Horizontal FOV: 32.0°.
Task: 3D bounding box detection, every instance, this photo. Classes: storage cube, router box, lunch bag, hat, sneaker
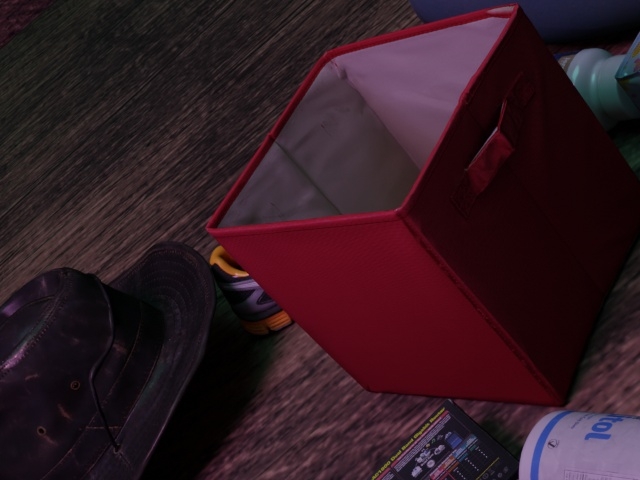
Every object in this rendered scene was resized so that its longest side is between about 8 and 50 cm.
[{"bbox_3d":[0.078,-0.018,0.771,0.215,0.193,0.183,-5,46,49],"label":"storage cube"},{"bbox_3d":[0.068,0.168,0.691,0.122,0.038,0.092,-44,29,-4],"label":"router box"},{"bbox_3d":[0.264,-0.127,0.815,0.053,0.071,0.083,-2,47,51],"label":"lunch bag"},{"bbox_3d":[-0.236,0.125,0.961,0.331,0.134,0.331,-37,36,34],"label":"hat"},{"bbox_3d":[0.000,0.000,0.956,0.215,0.083,0.084,-34,29,13],"label":"sneaker"}]

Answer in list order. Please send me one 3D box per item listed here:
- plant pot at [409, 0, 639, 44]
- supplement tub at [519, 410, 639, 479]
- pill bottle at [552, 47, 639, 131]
[{"bbox_3d":[0.225,-0.282,0.908,0.195,0.290,0.290,26,68,28],"label":"plant pot"},{"bbox_3d":[0.166,0.128,0.592,0.107,0.071,0.071,-5,46,47],"label":"supplement tub"},{"bbox_3d":[0.199,-0.116,0.884,0.120,0.067,0.067,0,50,51],"label":"pill bottle"}]
